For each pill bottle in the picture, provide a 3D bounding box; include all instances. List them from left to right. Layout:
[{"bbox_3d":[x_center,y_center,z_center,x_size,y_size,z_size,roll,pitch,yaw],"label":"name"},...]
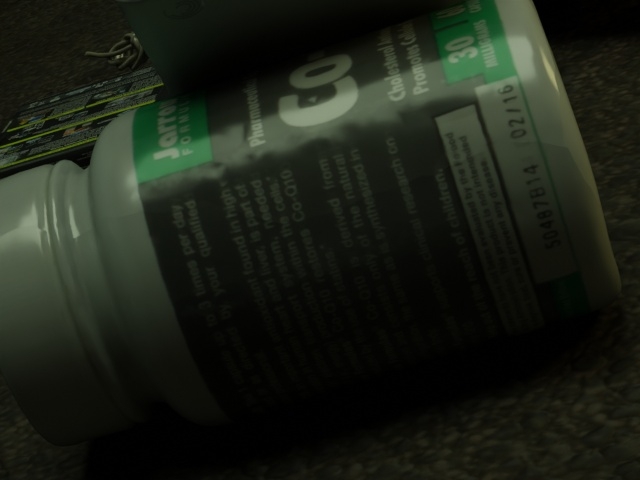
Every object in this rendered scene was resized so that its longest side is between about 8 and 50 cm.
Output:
[{"bbox_3d":[-0.016,-0.005,1.167,0.361,0.204,0.204,-18,20,6],"label":"pill bottle"}]

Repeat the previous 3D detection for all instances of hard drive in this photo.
[{"bbox_3d":[0.003,-0.122,1.227,0.203,0.040,0.307,-17,-23,4],"label":"hard drive"}]

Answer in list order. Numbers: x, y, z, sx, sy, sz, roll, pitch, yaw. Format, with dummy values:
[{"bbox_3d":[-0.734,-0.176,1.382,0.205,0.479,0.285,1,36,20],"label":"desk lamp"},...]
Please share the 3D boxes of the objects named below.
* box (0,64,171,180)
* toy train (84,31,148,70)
[{"bbox_3d":[-0.175,-0.103,1.781,0.270,0.060,0.216,-16,21,13],"label":"box"},{"bbox_3d":[-0.117,-0.224,1.994,0.248,0.105,0.143,1,18,44],"label":"toy train"}]
